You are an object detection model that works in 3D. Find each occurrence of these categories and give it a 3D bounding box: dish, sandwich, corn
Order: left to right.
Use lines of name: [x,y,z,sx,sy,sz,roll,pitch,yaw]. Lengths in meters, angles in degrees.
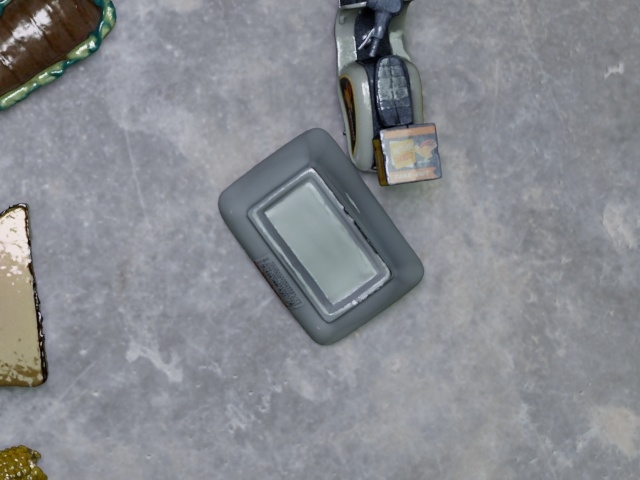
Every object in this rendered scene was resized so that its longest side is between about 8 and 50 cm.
corn: [-0.380,0.282,1.437,0.207,0.068,0.068,-28,94,-12]
sandwich: [-0.375,0.063,1.447,0.163,0.058,0.193,-6,92,-10]
dish: [0.000,0.000,1.493,0.151,0.077,0.212,-35,95,3]

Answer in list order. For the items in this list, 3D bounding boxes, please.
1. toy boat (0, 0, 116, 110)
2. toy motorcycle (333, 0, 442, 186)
toy boat: [-0.344,-0.187,1.442,0.293,0.099,0.108,-38,94,-17]
toy motorcycle: [0.068,-0.190,1.485,0.091,0.157,0.263,-8,92,-12]
